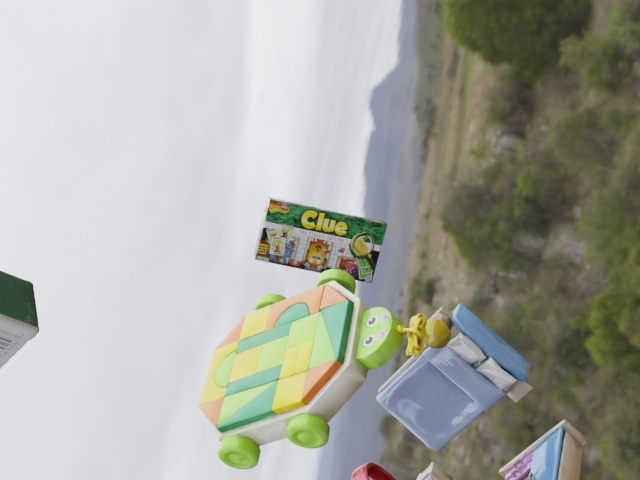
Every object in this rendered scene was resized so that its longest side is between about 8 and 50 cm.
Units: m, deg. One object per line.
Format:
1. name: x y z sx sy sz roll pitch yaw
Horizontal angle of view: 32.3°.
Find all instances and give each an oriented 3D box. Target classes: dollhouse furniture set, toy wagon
1. dollhouse furniture set: 0.178 0.296 1.556 0.286 0.303 0.198 -46 3 27
2. toy wagon: -0.015 0.155 1.481 0.344 0.068 0.267 -23 38 33

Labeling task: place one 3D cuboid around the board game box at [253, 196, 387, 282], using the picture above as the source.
1. board game box: 0.000 0.000 2.313 0.030 0.259 0.136 -131 53 -74

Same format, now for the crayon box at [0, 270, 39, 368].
1. crayon box: -0.511 0.082 1.239 0.203 0.323 0.083 -42 45 22

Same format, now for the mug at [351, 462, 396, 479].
1. mug: 0.103 0.353 1.374 0.169 0.113 0.150 9 -96 -68
